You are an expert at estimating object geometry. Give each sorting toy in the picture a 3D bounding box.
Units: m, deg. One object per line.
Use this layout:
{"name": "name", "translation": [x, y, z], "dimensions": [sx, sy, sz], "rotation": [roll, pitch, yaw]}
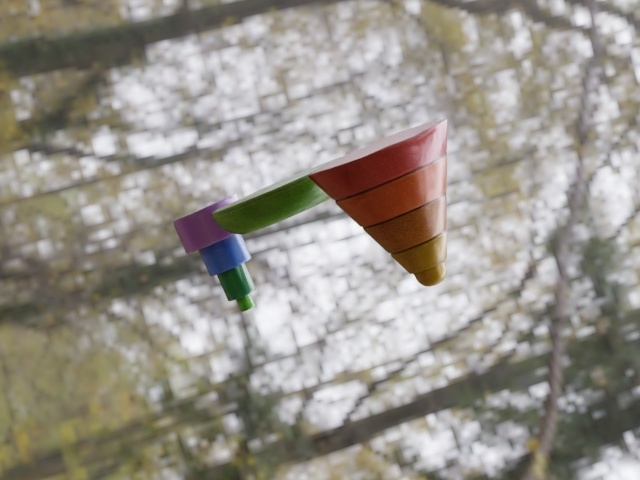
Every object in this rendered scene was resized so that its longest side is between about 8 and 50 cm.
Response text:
{"name": "sorting toy", "translation": [0.000, 0.000, 1.552], "dimensions": [0.365, 0.127, 0.126], "rotation": [-18, -83, 54]}
